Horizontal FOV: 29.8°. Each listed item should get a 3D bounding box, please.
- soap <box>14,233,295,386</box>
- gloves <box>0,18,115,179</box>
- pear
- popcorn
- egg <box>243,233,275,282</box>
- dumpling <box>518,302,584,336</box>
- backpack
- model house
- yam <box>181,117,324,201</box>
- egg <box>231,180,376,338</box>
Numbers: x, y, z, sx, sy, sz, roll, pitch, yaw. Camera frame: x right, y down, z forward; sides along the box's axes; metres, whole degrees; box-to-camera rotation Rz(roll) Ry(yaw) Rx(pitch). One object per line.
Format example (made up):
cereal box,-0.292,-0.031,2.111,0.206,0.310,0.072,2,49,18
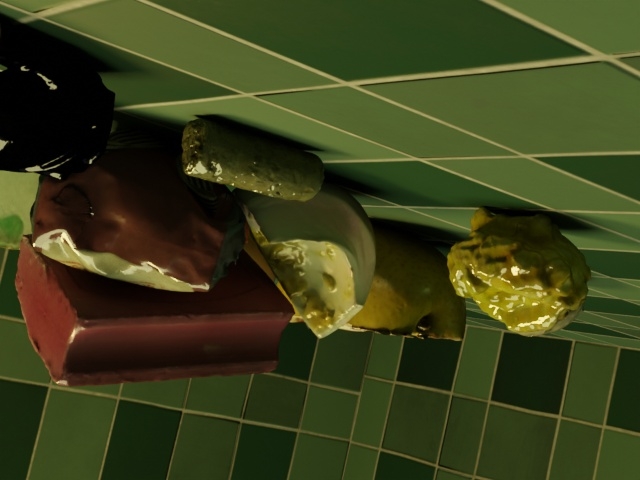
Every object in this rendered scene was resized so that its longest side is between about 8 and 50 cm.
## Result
soap,-0.248,0.096,1.767,0.360,0.128,0.233,0,-150,-37
gloves,-0.352,-0.161,1.259,0.197,0.152,0.301,-28,133,37
pear,0.092,0.071,2.140,0.340,0.191,0.386,12,175,-35
popcorn,0.281,0.035,1.680,0.198,0.155,0.197,26,162,9
egg,-0.182,0.028,2.285,0.201,0.201,0.244,11,161,9
dumpling,0.390,0.096,2.209,0.172,0.142,0.247,47,-169,15
backpack,-0.231,-0.051,1.688,0.283,0.197,0.317,20,-165,0
model house,-0.442,-0.096,1.955,0.267,0.194,0.325,7,-174,20
yam,-0.087,-0.100,1.511,0.179,0.078,0.078,13,174,-30
egg,-0.009,-0.013,1.761,0.206,0.162,0.271,50,169,53
